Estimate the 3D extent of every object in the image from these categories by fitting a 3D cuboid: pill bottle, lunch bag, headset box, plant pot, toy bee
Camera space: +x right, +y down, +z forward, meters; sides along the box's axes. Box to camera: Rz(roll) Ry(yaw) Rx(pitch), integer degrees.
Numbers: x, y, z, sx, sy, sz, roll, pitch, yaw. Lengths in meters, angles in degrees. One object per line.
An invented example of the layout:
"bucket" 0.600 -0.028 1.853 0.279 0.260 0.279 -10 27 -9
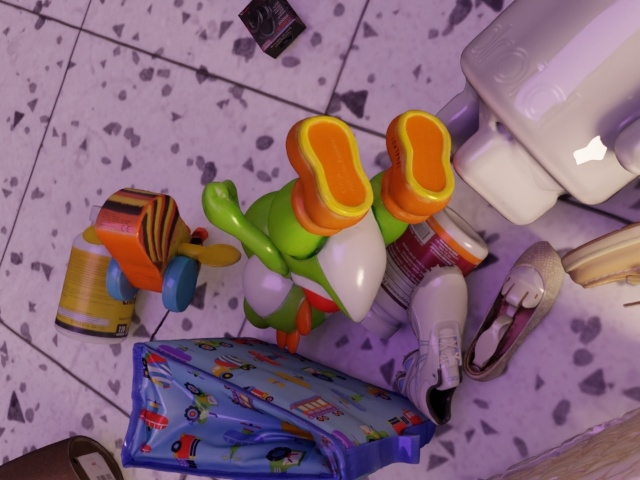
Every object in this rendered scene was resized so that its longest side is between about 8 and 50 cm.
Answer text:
"pill bottle" 0.105 0.036 0.805 0.152 0.086 0.086 -47 65 18
"lunch bag" -0.026 0.189 0.784 0.293 0.221 0.138 4 87 31
"headset box" -0.063 -0.290 0.967 0.062 0.032 0.083 -40 65 20
"plant pot" -0.392 0.384 1.003 0.230 0.215 0.215 -39 66 5
"toy bee" -0.208 0.018 0.935 0.298 0.195 0.162 121 169 -52
"pill bottle" -0.307 0.047 1.030 0.103 0.103 0.184 15 92 30

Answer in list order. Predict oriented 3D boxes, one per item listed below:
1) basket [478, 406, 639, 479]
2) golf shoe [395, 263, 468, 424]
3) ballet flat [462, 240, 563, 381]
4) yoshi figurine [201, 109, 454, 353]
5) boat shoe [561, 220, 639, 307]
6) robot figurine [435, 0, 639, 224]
"basket" 0.249 0.338 0.588 0.331 0.266 0.328 -35 69 24
"golf shoe" 0.130 0.111 0.755 0.086 0.069 0.176 -122 31 -56
"ballet flat" 0.203 0.078 0.762 0.057 0.052 0.168 30 99 28
"yoshi figurine" -0.014 -0.024 0.785 0.204 0.203 0.362 37 146 -1
"boat shoe" 0.365 0.013 0.646 0.285 0.104 0.089 -14 82 25
"robot figurine" 0.273 -0.172 0.663 0.353 0.200 0.300 -43 37 19
